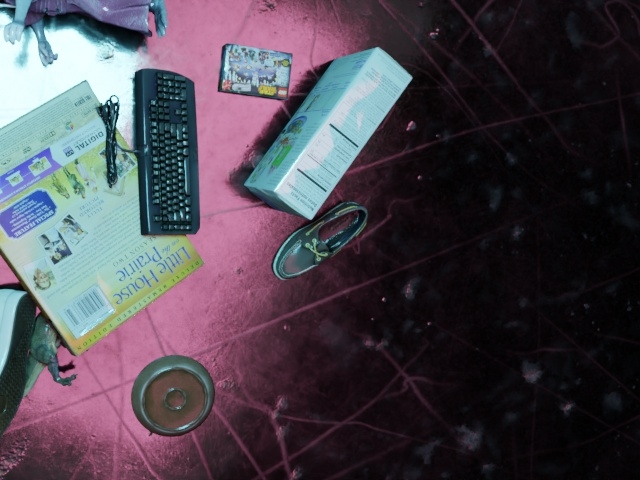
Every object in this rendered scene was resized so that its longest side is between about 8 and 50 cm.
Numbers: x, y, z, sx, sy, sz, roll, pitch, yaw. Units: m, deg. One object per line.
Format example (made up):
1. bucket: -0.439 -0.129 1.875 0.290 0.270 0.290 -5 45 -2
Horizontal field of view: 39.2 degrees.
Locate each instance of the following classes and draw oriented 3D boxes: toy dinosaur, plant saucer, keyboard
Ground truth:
1. toy dinosaur: -0.509 0.213 1.710 0.118 0.064 0.268 19 89 -2
2. plant saucer: -0.293 0.315 1.803 0.169 0.029 0.168 -1 95 -17
3. keyboard: -0.321 -0.168 1.698 0.202 0.033 0.317 -1 85 -32

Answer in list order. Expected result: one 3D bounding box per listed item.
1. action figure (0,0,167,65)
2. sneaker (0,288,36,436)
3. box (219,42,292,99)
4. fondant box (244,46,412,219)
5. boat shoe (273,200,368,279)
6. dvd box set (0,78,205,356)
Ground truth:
1. action figure: -0.455 -0.451 1.565 0.370 0.248 0.275 3 94 -20
2. sneaker: -0.611 0.231 1.649 0.123 0.106 0.290 5 74 15
3. box: -0.127 -0.335 1.790 0.137 0.027 0.093 5 95 -18
4. fondant box: 0.007 -0.206 1.734 0.096 0.238 0.330 38 84 -18
5. boat shoe: 0.000 0.000 1.840 0.228 0.069 0.081 -40 105 -10
6. dvd box set: -0.449 -0.042 1.670 0.308 0.062 0.420 -38 105 -24
